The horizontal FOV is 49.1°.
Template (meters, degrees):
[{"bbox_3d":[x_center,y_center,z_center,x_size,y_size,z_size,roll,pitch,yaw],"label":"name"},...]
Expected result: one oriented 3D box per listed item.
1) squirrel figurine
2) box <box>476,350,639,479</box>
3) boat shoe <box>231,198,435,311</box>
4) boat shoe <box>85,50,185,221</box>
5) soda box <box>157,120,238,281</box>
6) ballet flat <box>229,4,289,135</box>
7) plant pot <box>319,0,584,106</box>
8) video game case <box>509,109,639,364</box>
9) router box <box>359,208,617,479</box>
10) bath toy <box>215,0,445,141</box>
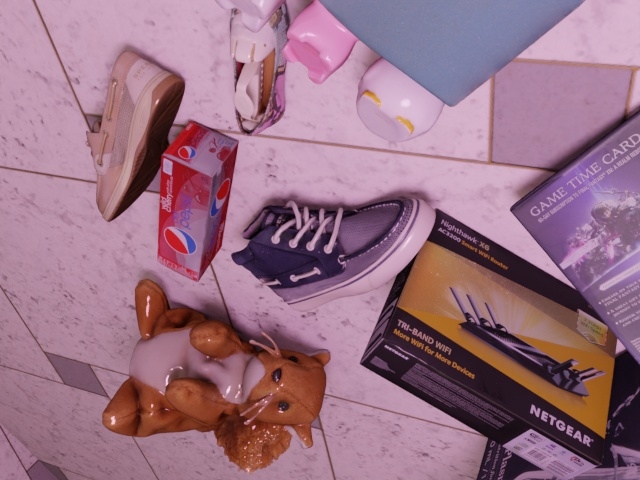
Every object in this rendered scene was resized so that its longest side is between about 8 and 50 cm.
[{"bbox_3d":[-0.158,0.284,1.357,0.370,0.281,0.397,2,148,14],"label":"squirrel figurine"},{"bbox_3d":[0.429,0.441,0.962,0.297,0.480,0.472,35,140,-5],"label":"box"},{"bbox_3d":[0.000,0.000,1.017,0.158,0.127,0.340,35,141,-19],"label":"boat shoe"},{"bbox_3d":[-0.295,-0.150,1.056,0.098,0.109,0.302,35,134,1],"label":"boat shoe"},{"bbox_3d":[-0.198,-0.055,1.103,0.083,0.092,0.263,24,140,4],"label":"soda box"},{"bbox_3d":[-0.082,-0.221,0.873,0.076,0.079,0.222,18,139,14],"label":"ballet flat"},{"bbox_3d":[0.081,-0.268,0.609,0.234,0.166,0.165,23,144,-24],"label":"plant pot"},{"bbox_3d":[0.378,0.013,0.800,0.274,0.026,0.196,51,130,5],"label":"video game case"},{"bbox_3d":[0.236,0.131,0.934,0.308,0.243,0.081,30,140,-2],"label":"router box"},{"bbox_3d":[0.010,-0.257,0.752,0.348,0.129,0.151,40,166,-10],"label":"bath toy"}]
